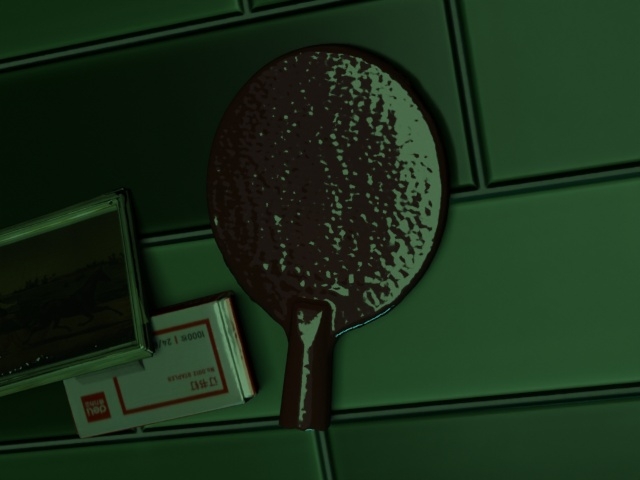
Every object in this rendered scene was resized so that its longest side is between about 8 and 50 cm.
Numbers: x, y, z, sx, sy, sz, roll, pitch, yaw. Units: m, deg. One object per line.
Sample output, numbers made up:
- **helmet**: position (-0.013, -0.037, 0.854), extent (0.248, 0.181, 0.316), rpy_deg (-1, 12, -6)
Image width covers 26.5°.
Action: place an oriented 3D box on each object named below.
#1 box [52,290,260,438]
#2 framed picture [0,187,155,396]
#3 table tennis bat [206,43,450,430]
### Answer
- **box**: position (-0.181, 0.139, 1.525), extent (0.229, 0.050, 0.123), rpy_deg (-14, 94, 20)
- **framed picture**: position (-0.312, 0.065, 1.543), extent (0.252, 0.014, 0.197), rpy_deg (-17, 74, 20)
- **table tennis bat**: position (0.000, 0.000, 1.444), extent (0.268, 0.051, 0.415), rpy_deg (8, 100, 18)
